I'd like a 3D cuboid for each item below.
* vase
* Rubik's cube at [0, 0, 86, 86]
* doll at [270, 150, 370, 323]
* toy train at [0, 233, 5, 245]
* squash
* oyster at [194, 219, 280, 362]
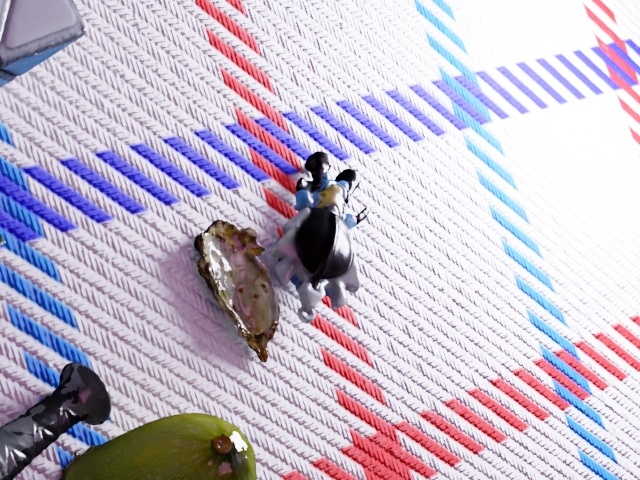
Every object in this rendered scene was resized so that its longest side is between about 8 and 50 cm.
[{"bbox_3d":[-0.237,0.160,1.297,0.167,0.059,0.059,-38,102,-46],"label":"vase"},{"bbox_3d":[-0.341,-0.185,1.226,0.205,0.205,0.207,-28,95,-47],"label":"Rubik's cube"},{"bbox_3d":[0.000,0.000,1.592,0.096,0.070,0.195,26,49,-17],"label":"doll"},{"bbox_3d":[-0.301,0.002,1.300,0.093,0.056,0.038,-4,60,-46],"label":"toy train"},{"bbox_3d":[-0.118,0.194,1.316,0.123,0.186,0.123,20,55,-33],"label":"squash"},{"bbox_3d":[-0.079,0.046,1.522,0.086,0.029,0.132,7,72,-37],"label":"oyster"}]
